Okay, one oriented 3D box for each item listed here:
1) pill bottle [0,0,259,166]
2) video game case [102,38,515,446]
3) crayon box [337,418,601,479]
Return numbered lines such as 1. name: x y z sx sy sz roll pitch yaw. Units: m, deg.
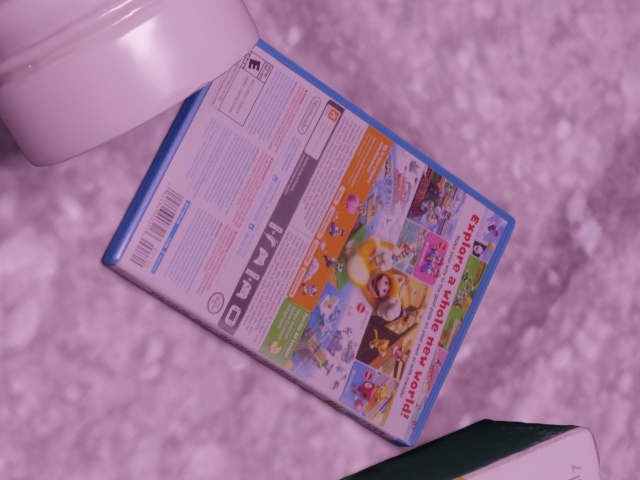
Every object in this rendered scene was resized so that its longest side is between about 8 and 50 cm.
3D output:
1. pill bottle: -0.120 -0.150 0.685 0.131 0.131 0.229 -36 105 -26
2. video game case: 0.000 0.000 0.811 0.166 0.015 0.119 33 72 -23
3. crayon box: -0.011 0.220 0.755 0.323 0.083 0.203 -18 96 -29
